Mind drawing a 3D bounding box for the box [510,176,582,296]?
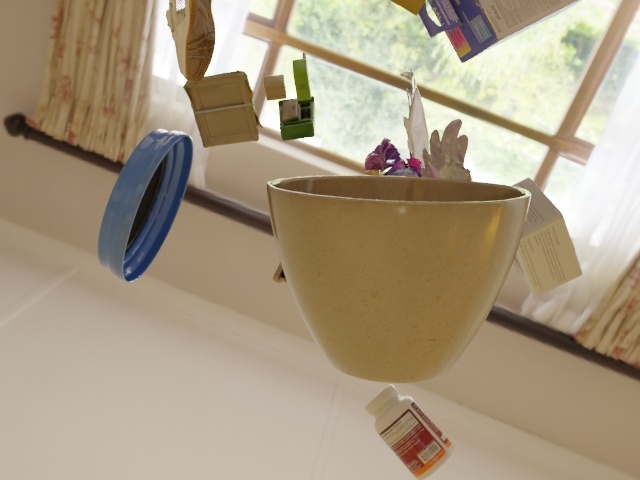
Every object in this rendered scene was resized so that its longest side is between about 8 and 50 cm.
[{"bbox_3d":[0.471,-0.010,1.502,0.181,0.119,0.182,58,-171,-32],"label":"box"}]

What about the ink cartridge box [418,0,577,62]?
[{"bbox_3d":[0.397,-0.600,1.574,0.395,0.151,0.270,-31,-86,-26],"label":"ink cartridge box"}]

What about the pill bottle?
[{"bbox_3d":[0.148,0.322,1.149,0.152,0.086,0.086,49,-150,13],"label":"pill bottle"}]

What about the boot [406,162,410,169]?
[{"bbox_3d":[0.381,0.011,2.053,0.445,0.146,0.367,44,-136,-20],"label":"boot"}]

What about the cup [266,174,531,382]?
[{"bbox_3d":[0.095,0.045,0.882,0.331,0.237,0.331,1,-170,0],"label":"cup"}]

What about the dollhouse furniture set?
[{"bbox_3d":[-0.170,-0.362,1.703,0.301,0.198,0.151,-7,-140,3],"label":"dollhouse furniture set"}]

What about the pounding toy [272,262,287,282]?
[{"bbox_3d":[0.000,0.000,1.650,0.154,0.270,0.154,19,174,27],"label":"pounding toy"}]

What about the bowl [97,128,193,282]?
[{"bbox_3d":[-0.425,-0.088,1.650,0.077,0.391,0.391,21,-158,0],"label":"bowl"}]

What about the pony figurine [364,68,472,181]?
[{"bbox_3d":[0.151,-0.075,1.187,0.363,0.351,0.303,-18,-142,6],"label":"pony figurine"}]

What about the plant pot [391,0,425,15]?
[{"bbox_3d":[0.191,-0.550,1.442,0.081,0.083,0.081,18,-140,-30],"label":"plant pot"}]

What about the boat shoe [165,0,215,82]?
[{"bbox_3d":[-0.300,-0.500,1.518,0.096,0.277,0.098,19,-154,26],"label":"boat shoe"}]
